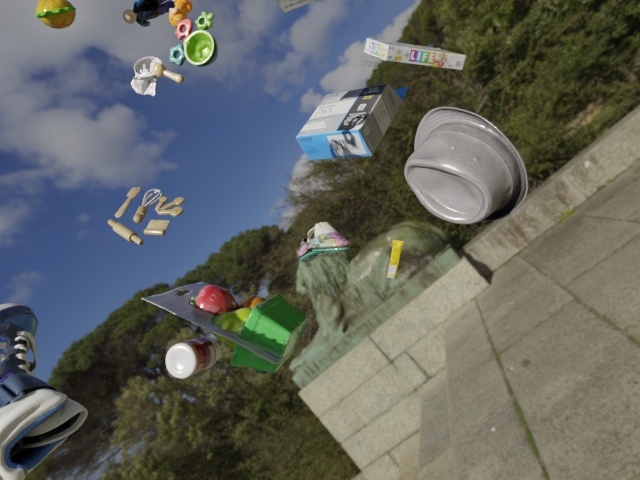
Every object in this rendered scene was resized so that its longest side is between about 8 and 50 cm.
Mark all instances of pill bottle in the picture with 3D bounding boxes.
[{"bbox_3d":[-0.319,0.296,1.141,0.086,0.086,0.152,-41,-12,7],"label":"pill bottle"}]

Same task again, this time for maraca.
[{"bbox_3d":[-0.882,-0.759,1.481,0.127,0.099,0.185,-23,32,-12],"label":"maraca"}]

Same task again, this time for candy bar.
[{"bbox_3d":[0.274,0.074,1.651,0.018,0.040,0.161,-71,-11,-66],"label":"candy bar"}]

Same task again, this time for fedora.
[{"bbox_3d":[0.271,-0.131,0.913,0.124,0.275,0.243,-37,-25,-29],"label":"fedora"}]

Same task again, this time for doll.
[{"bbox_3d":[-0.502,-0.691,1.313,0.189,0.046,0.129,-43,-11,-29],"label":"doll"}]

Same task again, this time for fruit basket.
[{"bbox_3d":[-0.227,0.205,1.149,0.327,0.354,0.165,-13,-60,-80],"label":"fruit basket"}]

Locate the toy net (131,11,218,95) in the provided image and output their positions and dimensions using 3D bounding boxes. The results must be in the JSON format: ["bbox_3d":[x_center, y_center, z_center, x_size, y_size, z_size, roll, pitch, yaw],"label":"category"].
[{"bbox_3d":[-0.313,-0.381,0.914,0.233,0.121,0.045,-17,-2,18],"label":"toy net"}]

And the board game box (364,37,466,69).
[{"bbox_3d":[0.171,-0.342,0.817,0.154,0.103,0.026,-1,-61,-18],"label":"board game box"}]

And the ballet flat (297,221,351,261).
[{"bbox_3d":[0.000,0.000,1.067,0.077,0.079,0.221,0,-10,-24],"label":"ballet flat"}]

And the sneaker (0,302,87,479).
[{"bbox_3d":[-0.437,0.220,0.652,0.322,0.237,0.130,-84,0,-63],"label":"sneaker"}]

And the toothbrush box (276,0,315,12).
[{"bbox_3d":[-0.114,-0.811,1.229,0.126,0.216,0.295,-14,0,13],"label":"toothbrush box"}]

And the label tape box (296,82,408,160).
[{"bbox_3d":[0.111,-0.421,1.466,0.249,0.115,0.347,3,53,38],"label":"label tape box"}]

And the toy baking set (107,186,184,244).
[{"bbox_3d":[-0.502,-0.076,1.277,0.197,0.256,0.030,-46,-36,-34],"label":"toy baking set"}]

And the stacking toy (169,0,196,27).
[{"bbox_3d":[-0.358,-0.735,1.238,0.301,0.175,0.165,-55,-4,36],"label":"stacking toy"}]
